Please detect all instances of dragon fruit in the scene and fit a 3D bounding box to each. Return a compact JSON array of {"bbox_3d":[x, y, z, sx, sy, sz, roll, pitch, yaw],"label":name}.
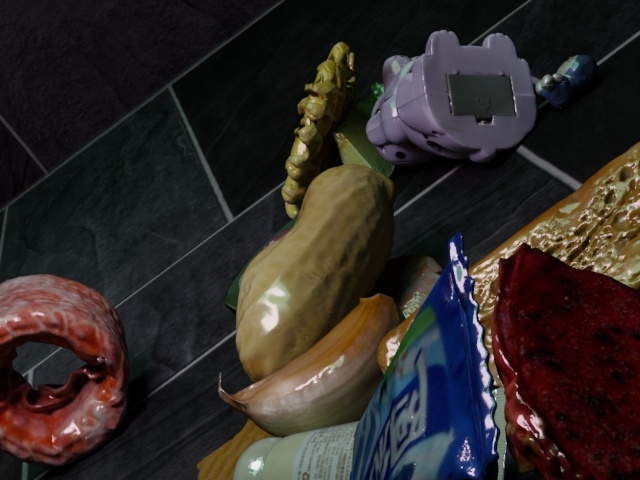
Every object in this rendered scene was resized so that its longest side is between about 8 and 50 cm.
[{"bbox_3d":[0.216,0.163,0.792,0.205,0.317,0.152,-46,-23,-47],"label":"dragon fruit"}]

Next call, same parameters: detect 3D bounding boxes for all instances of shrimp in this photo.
[{"bbox_3d":[0.032,0.090,1.471,0.251,0.052,0.143,-30,25,16],"label":"shrimp"}]

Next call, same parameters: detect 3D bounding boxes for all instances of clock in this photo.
[{"bbox_3d":[0.155,-0.181,1.718,0.189,0.189,0.254,-46,15,-24],"label":"clock"}]

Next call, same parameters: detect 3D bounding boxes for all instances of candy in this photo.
[{"bbox_3d":[0.073,0.167,0.919,0.331,0.077,0.187,111,158,-47],"label":"candy"}]

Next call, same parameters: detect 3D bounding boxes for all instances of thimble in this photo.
[{"bbox_3d":[-0.374,0.176,1.685,0.239,0.239,0.162,-36,19,3],"label":"thimble"}]

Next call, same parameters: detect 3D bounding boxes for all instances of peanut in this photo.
[{"bbox_3d":[-0.010,0.037,1.417,0.147,0.147,0.319,-15,41,45],"label":"peanut"}]

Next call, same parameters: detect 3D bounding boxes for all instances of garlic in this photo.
[{"bbox_3d":[0.012,0.147,1.245,0.206,0.128,0.115,-27,0,-10],"label":"garlic"}]

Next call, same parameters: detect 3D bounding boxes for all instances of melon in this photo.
[{"bbox_3d":[0.067,-0.165,1.870,0.053,0.114,0.262,-39,21,31],"label":"melon"}]

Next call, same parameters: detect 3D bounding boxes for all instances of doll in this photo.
[{"bbox_3d":[0.329,-0.214,1.646,0.083,0.050,0.076,-40,3,-4],"label":"doll"}]

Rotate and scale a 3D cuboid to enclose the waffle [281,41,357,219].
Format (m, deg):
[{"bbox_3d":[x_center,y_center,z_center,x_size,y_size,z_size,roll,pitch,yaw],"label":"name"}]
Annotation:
[{"bbox_3d":[0.004,-0.166,1.878,0.056,0.250,0.261,16,44,7],"label":"waffle"}]

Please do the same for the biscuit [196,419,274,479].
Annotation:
[{"bbox_3d":[-0.103,0.280,1.314,0.228,0.031,0.176,-46,22,-19],"label":"biscuit"}]

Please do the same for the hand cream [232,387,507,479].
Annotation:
[{"bbox_3d":[0.043,0.216,1.124,0.305,0.093,0.147,-14,58,44],"label":"hand cream"}]

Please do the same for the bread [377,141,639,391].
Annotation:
[{"bbox_3d":[0.235,0.061,1.133,0.380,0.109,0.185,-37,41,7],"label":"bread"}]

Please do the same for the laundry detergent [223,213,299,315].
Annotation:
[{"bbox_3d":[-0.026,0.028,1.624,0.211,0.063,0.137,-51,36,-10],"label":"laundry detergent"}]
